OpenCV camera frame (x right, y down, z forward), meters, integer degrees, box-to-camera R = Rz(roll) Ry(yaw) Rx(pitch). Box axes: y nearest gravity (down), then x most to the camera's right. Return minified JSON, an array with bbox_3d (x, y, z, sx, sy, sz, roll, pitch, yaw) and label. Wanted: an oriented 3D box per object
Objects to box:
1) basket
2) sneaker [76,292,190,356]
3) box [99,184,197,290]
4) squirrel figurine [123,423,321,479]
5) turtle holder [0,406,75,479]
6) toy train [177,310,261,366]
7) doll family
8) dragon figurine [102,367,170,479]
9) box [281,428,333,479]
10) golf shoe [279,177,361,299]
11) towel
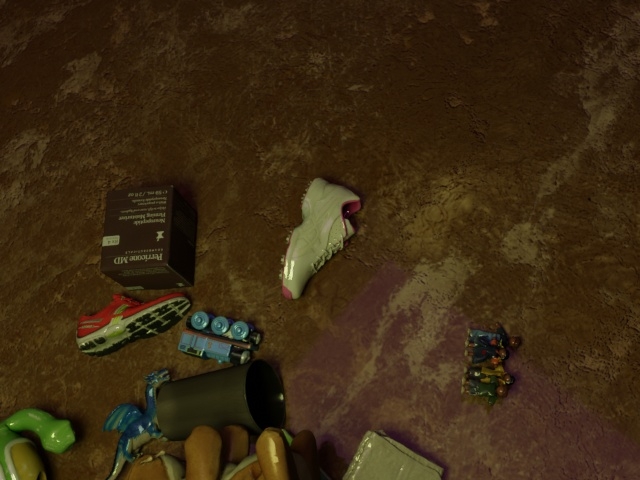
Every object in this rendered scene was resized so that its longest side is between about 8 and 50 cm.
[{"bbox_3d":[-0.218,0.347,1.427,0.227,0.204,0.154,-13,67,16],"label":"basket"},{"bbox_3d":[-0.447,0.169,1.580,0.279,0.107,0.118,-21,57,-1],"label":"sneaker"},{"bbox_3d":[-0.403,-0.003,1.601,0.169,0.167,0.203,-5,68,9],"label":"box"},{"bbox_3d":[-0.191,0.533,1.206,0.371,0.281,0.396,-11,79,8],"label":"squirrel figurine"},{"bbox_3d":[-0.682,0.514,1.430,0.227,0.243,0.320,37,45,20],"label":"turtle holder"},{"bbox_3d":[-0.229,0.226,1.530,0.184,0.080,0.105,12,81,13],"label":"toy train"},{"bbox_3d":[0.359,0.255,1.408,0.112,0.076,0.192,3,66,17],"label":"doll family"},{"bbox_3d":[-0.417,0.414,1.483,0.289,0.085,0.144,-43,67,-8],"label":"dragon figurine"},{"bbox_3d":[-0.108,0.584,1.373,0.322,0.058,0.232,-44,68,-10],"label":"box"},{"bbox_3d":[0.000,0.000,1.558,0.140,0.115,0.306,15,73,12],"label":"golf shoe"},{"bbox_3d":[0.109,0.530,1.317,0.187,0.049,0.282,33,77,-8],"label":"towel"}]
